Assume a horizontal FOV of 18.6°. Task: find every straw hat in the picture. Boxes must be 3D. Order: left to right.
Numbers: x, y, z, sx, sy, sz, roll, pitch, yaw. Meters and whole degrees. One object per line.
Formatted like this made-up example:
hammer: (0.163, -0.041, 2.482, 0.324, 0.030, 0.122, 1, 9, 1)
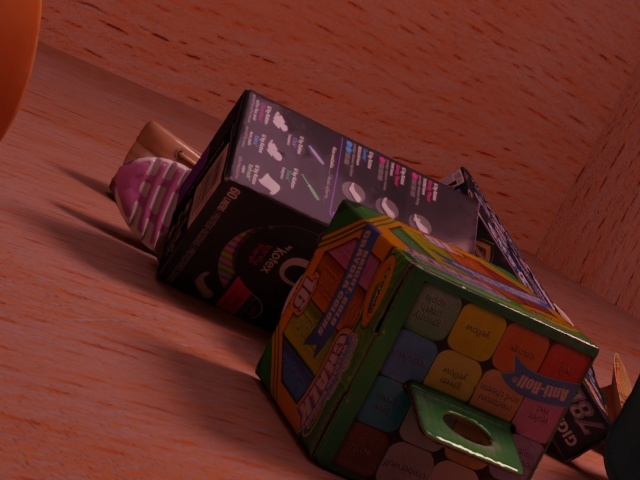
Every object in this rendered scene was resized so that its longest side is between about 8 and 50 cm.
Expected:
straw hat: (0.335, 0.205, 2.297, 0.061, 0.144, 0.144, -14, -4, 14)

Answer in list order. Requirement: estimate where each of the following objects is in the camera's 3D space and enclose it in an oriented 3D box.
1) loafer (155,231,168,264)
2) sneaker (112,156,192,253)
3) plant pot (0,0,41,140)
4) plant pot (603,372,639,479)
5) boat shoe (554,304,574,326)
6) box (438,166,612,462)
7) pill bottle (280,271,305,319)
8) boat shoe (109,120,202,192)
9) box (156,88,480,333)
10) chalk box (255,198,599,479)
loafer: (-0.105, 0.027, 1.995, 0.148, 0.050, 0.056, 12, 54, -27)
sneaker: (-0.128, -0.015, 2.083, 0.236, 0.095, 0.104, 30, -2, -28)
plant pot: (-0.411, -0.219, 1.796, 0.203, 0.291, 0.291, 2, 21, -36)
plant pot: (0.444, 0.147, 1.933, 0.271, 0.255, 0.272, 9, 34, -6)
boat shoe: (0.195, 0.073, 2.579, 0.302, 0.114, 0.091, 27, 12, -11)
box: (0.215, 0.073, 2.172, 0.295, 0.073, 0.293, 57, 9, -8)
pill bottle: (0.074, 0.102, 1.819, 0.208, 0.118, 0.117, 24, 7, -31)
boat shoe: (-0.085, -0.041, 2.330, 0.341, 0.110, 0.121, 23, 8, -36)
box: (0.000, 0.000, 1.925, 0.270, 0.165, 0.143, 25, 42, -14)
chalk box: (0.088, 0.106, 1.568, 0.180, 0.179, 0.289, 25, 7, -19)
